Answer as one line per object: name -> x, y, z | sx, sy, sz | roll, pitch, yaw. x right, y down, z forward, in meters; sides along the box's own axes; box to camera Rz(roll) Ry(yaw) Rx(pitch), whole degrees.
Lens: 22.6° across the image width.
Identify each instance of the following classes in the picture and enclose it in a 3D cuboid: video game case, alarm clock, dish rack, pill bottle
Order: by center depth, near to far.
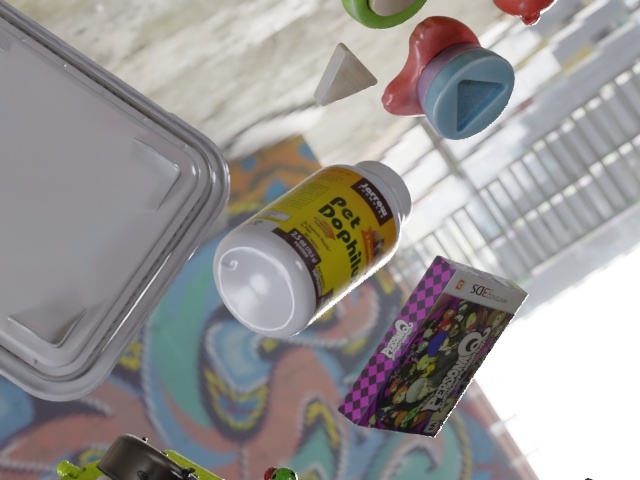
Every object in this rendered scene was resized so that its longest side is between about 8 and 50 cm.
dish rack -> -0.277, -0.047, 1.433 | 0.285, 0.333, 0.072 | -56, -179, -8
pill bottle -> 0.000, 0.000, 1.579 | 0.215, 0.117, 0.117 | -38, 179, -45
alarm clock -> -0.198, 0.272, 1.851 | 0.064, 0.129, 0.192 | -56, -156, -15
video game case -> 0.144, 0.138, 2.009 | 0.232, 0.042, 0.210 | -58, 148, 9

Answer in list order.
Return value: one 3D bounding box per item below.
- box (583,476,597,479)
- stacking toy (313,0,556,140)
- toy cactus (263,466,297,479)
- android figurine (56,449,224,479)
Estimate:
box -> 0.258, 0.349, 1.767 | 0.232, 0.058, 0.087 | -29, -150, -37
stacking toy -> 0.158, -0.253, 2.019 | 0.280, 0.130, 0.309 | -9, 133, -33
toy cactus -> -0.059, 0.345, 1.775 | 0.112, 0.219, 0.180 | 11, -171, 27
android figurine -> -0.227, 0.347, 1.901 | 0.248, 0.273, 0.056 | -42, 146, -38
